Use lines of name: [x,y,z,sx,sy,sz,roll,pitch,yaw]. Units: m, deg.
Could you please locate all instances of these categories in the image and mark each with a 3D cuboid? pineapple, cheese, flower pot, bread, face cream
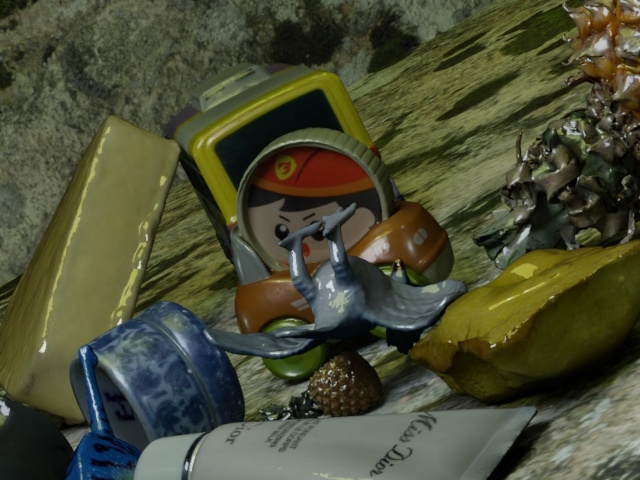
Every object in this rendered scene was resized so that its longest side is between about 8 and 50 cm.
pineapple: [-0.007,0.147,1.681,0.124,0.058,0.058,-36,7,16]
cheese: [-0.290,0.080,2.259,0.384,0.104,0.384,-58,18,30]
flower pot: [-0.313,0.234,1.790,0.157,0.157,0.107,-22,26,32]
bread: [0.166,0.065,1.514,0.160,0.088,0.233,-25,6,-14]
pineapple: [0.257,-0.074,1.733,0.272,0.262,0.262,-49,5,14]
face cream: [0.002,0.176,1.439,0.314,0.089,0.143,-8,20,33]

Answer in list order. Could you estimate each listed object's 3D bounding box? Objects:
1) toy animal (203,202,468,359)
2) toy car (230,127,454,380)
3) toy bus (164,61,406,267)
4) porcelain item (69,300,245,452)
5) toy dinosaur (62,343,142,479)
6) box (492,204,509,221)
toy animal: [0.035,0.058,1.680,0.239,0.176,0.255,-17,20,31]
toy car: [0.000,0.000,1.894,0.235,0.235,0.145,-24,10,19]
toy bus: [-0.058,-0.092,2.412,0.209,0.249,0.440,-28,10,-4]
porcelain item: [-0.148,0.138,1.790,0.114,0.147,0.147,-32,11,-26]
toy dinosaur: [-0.169,0.211,1.589,0.076,0.144,0.329,-22,23,8]
box: [0.269,-0.066,2.062,0.167,0.024,0.090,-34,11,-29]
